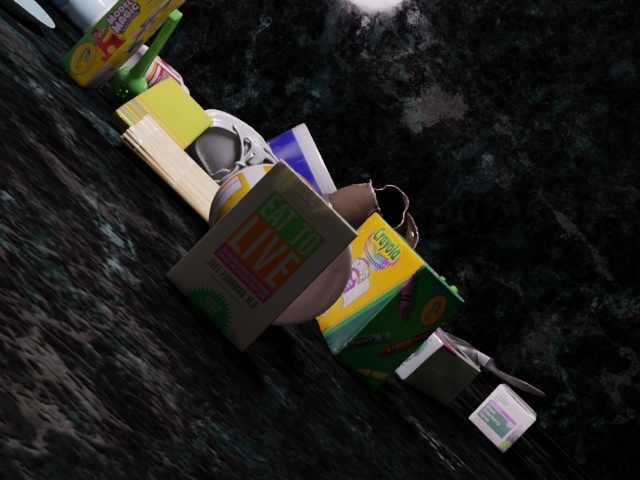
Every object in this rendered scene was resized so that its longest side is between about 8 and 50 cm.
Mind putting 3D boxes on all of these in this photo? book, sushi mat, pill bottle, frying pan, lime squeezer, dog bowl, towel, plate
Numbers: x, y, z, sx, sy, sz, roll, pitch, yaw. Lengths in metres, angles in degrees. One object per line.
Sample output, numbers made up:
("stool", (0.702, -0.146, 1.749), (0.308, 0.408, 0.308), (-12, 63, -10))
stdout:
("book", (-0.051, 0.013, 0.765), (0.096, 0.144, 0.035), (44, 4, 2))
("sushi mat", (-0.134, -0.042, 1.169), (0.316, 0.019, 0.151), (45, 11, -13))
("pill bottle", (-0.055, -0.010, 0.986), (0.136, 0.136, 0.245), (43, 5, -20))
("frying pan", (0.299, 0.239, 1.806), (0.326, 0.053, 0.197), (21, 2, 27))
("pill bottle", (-0.313, -0.298, 1.642), (0.086, 0.086, 0.152), (47, 5, 30))
("lime squeezer", (-0.286, -0.244, 1.364), (0.059, 0.110, 0.310), (28, -25, -6))
("dog bowl", (-0.025, -0.109, 1.869), (0.265, 0.104, 0.265), (-25, 90, -88))
("towel", (-0.228, -0.177, 1.287), (0.102, 0.021, 0.237), (47, 22, -10))
("plate", (-0.476, -0.377, 1.298), (0.188, 0.024, 0.188), (45, 5, -5))

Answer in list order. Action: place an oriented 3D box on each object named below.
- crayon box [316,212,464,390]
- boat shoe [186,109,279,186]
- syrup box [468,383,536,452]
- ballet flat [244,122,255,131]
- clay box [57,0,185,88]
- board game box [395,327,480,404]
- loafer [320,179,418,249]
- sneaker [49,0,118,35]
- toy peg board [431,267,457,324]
("crayon box", (0.076, 0.074, 1.216), (0.081, 0.165, 0.278), (43, 4, -17))
("boat shoe", (-0.105, -0.094, 1.487), (0.320, 0.118, 0.103), (50, -4, -33))
("syrup box", (0.369, 0.354, 1.758), (0.093, 0.096, 0.237), (44, 4, 16))
("ballet flat", (-0.160, -0.156, 1.785), (0.316, 0.107, 0.106), (-110, 175, -68))
("clay box", (-0.275, -0.316, 1.269), (0.053, 0.222, 0.127), (44, 4, -8))
("board game box", (0.127, 0.138, 1.567), (0.303, 0.097, 0.224), (47, 4, 33))
("loafer", (0.128, -0.034, 1.729), (0.366, 0.130, 0.134), (10, 57, -64))
("sneaker", (-0.503, -0.531, 1.833), (0.208, 0.127, 0.319), (44, 3, -21))
("toy peg board", (0.194, 0.124, 1.740), (0.161, 0.079, 0.160), (41, -42, 39))
